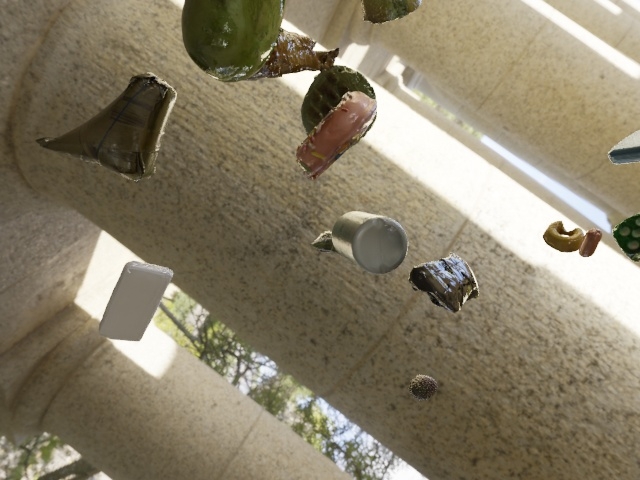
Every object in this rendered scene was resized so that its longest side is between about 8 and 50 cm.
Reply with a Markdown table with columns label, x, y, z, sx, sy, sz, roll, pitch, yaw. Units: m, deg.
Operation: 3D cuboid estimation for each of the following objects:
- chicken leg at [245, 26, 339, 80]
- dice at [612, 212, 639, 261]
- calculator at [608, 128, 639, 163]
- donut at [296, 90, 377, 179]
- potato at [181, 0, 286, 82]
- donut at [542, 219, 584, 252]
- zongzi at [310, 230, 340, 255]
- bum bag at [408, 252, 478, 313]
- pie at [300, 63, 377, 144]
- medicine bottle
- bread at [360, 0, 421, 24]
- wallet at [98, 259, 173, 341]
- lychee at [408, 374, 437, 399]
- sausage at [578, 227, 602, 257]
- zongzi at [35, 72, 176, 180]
| label | x | y | z | sx | sy | sz | roll | pitch | yaw |
| --- | --- | --- | --- | --- | --- | --- | --- | --- | --- |
| chicken leg | -0.139 | -0.535 | 1.276 | 0.409 | 0.182 | 0.295 | -11 | -177 | -35 |
| dice | 1.011 | -0.013 | 1.387 | 0.131 | 0.128 | 0.120 | -45 | -134 | 37 |
| calculator | 0.652 | -0.188 | 0.832 | 0.121 | 0.039 | 0.210 | -30 | -169 | -12 |
| donut | 0.025 | -0.231 | 0.994 | 0.233 | 0.085 | 0.199 | -39 | -166 | 40 |
| potato | -0.180 | -0.491 | 0.940 | 0.216 | 0.216 | 0.304 | -38 | 141 | -78 |
| donut | 0.697 | -0.013 | 1.270 | 0.097 | 0.108 | 0.043 | -46 | 144 | -28 |
| zongzi | 0.000 | 0.000 | 1.226 | 0.109 | 0.119 | 0.055 | 29 | -71 | 56 |
| bum bag | 0.247 | 0.077 | 0.840 | 0.060 | 0.107 | 0.232 | -42 | 161 | 32 |
| pie | 0.062 | -0.460 | 1.559 | 0.306 | 0.306 | 0.071 | -55 | 165 | 17 |
| medicine bottle | 0.082 | -0.009 | 0.980 | 0.110 | 0.110 | 0.352 | -54 | -168 | 0 |
| bread | 0.223 | -0.771 | 1.402 | 0.186 | 0.124 | 0.257 | -18 | -149 | 3 |
| wallet | -0.367 | 0.124 | 0.873 | 0.190 | 0.095 | 0.033 | -57 | -145 | 19 |
| lychee | 0.281 | 0.399 | 1.211 | 0.083 | 0.068 | 0.067 | -34 | 154 | -28 |
| sausage | 0.612 | 0.006 | 1.009 | 0.034 | 0.034 | 0.083 | -52 | 148 | -29 |
| zongzi | -0.513 | -0.301 | 1.067 | 0.123 | 0.289 | 0.260 | -60 | 171 | -79 |
